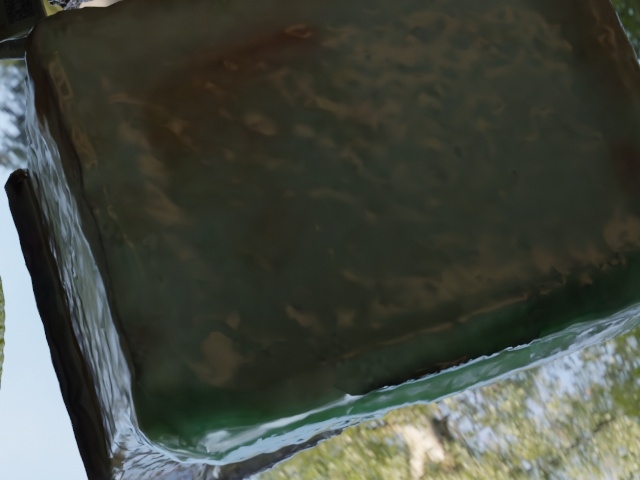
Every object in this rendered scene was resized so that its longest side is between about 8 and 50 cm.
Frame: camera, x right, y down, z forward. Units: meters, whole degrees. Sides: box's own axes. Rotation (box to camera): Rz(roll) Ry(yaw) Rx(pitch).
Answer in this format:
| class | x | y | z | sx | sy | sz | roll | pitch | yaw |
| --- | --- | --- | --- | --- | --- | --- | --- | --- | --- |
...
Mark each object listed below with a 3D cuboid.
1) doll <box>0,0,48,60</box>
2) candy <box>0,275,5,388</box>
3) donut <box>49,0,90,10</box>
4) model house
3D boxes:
| class | x | y | z | sx | sy | sz | roll | pitch | yaw |
| --- | --- | --- | --- | --- | --- | --- | --- | --- | --- |
| doll | -0.257 | -0.104 | 0.712 | 0.105 | 0.221 | 0.115 | -49 | -130 | 48 |
| candy | -0.380 | 0.097 | 1.418 | 0.106 | 0.094 | 0.199 | 21 | -75 | 31 |
| donut | -0.292 | -0.319 | 1.381 | 0.144 | 0.126 | 0.186 | -41 | -98 | 19 |
| model house | 0.000 | 0.000 | 0.727 | 0.312 | 0.280 | 0.245 | -17 | -108 | -20 |
